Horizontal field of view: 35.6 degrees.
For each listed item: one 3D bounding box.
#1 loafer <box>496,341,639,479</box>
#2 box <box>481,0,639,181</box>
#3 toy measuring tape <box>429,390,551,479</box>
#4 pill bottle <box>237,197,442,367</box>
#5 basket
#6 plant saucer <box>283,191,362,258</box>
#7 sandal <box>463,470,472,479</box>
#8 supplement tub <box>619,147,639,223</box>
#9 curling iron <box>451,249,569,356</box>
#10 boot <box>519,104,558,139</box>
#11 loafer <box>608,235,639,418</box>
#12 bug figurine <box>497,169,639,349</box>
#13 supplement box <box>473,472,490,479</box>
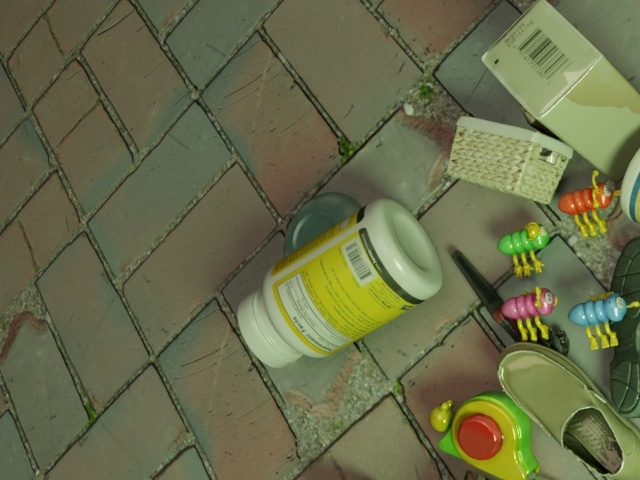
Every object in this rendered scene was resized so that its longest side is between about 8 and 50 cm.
[{"bbox_3d":[0.364,0.246,1.452,0.268,0.092,0.102,39,105,24],"label":"loafer"},{"bbox_3d":[0.380,-0.211,1.455,0.121,0.311,0.148,-46,57,17],"label":"box"},{"bbox_3d":[0.313,0.306,1.492,0.330,0.121,0.121,18,88,30],"label":"toy measuring tape"},{"bbox_3d":[0.025,0.084,1.706,0.334,0.188,0.188,-32,61,25],"label":"pill bottle"},{"bbox_3d":[0.300,-0.130,1.607,0.167,0.113,0.103,23,97,47],"label":"basket"},{"bbox_3d":[0.000,0.000,1.842,0.195,0.037,0.195,-11,71,33],"label":"plant saucer"},{"bbox_3d":[0.240,0.479,1.533,0.079,0.088,0.240,12,90,5],"label":"sandal"},{"bbox_3d":[0.543,-0.058,1.403,0.199,0.144,0.144,33,97,37],"label":"supplement tub"},{"bbox_3d":[0.300,0.107,1.603,0.068,0.035,0.274,-42,52,0],"label":"curling iron"},{"bbox_3d":[0.350,-0.222,1.603,0.037,0.114,0.106,-19,66,31],"label":"boot"},{"bbox_3d":[0.477,0.130,1.454,0.096,0.084,0.267,158,123,-64],"label":"loafer"},{"bbox_3d":[0.368,0.035,1.513,0.216,0.072,0.279,-22,52,35],"label":"bug figurine"},{"bbox_3d":[0.288,0.463,1.434,0.239,0.073,0.130,34,99,12],"label":"supplement box"}]
